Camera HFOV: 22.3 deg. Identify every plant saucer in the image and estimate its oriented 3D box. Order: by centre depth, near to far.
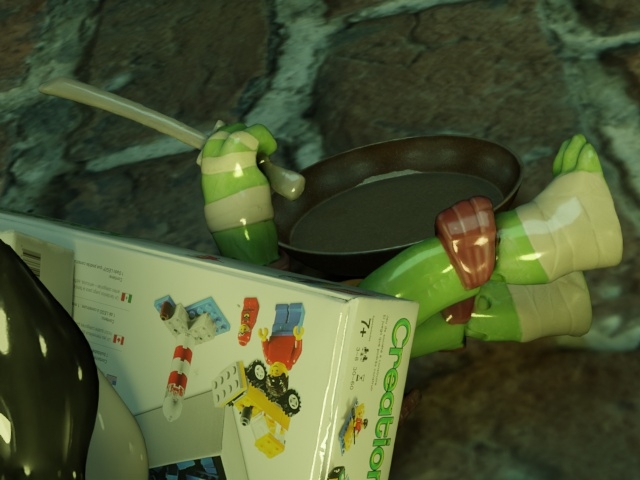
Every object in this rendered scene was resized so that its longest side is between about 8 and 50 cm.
[{"bbox_3d":[0.046,-0.020,1.017,0.168,0.029,0.168,-11,24,5],"label":"plant saucer"}]

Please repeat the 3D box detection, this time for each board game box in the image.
[{"bbox_3d":[-0.105,0.093,0.742,0.305,0.193,0.053,12,3,39],"label":"board game box"}]

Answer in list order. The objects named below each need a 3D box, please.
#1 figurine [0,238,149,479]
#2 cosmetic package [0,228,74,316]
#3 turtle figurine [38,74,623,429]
[{"bbox_3d":[-0.085,0.124,0.571,0.092,0.215,0.209,-11,72,-2],"label":"figurine"},{"bbox_3d":[-0.163,0.119,0.694,0.099,0.239,0.060,-2,-10,19],"label":"cosmetic package"},{"bbox_3d":[0.000,0.000,0.845,0.266,0.198,0.275,-14,32,-9],"label":"turtle figurine"}]
